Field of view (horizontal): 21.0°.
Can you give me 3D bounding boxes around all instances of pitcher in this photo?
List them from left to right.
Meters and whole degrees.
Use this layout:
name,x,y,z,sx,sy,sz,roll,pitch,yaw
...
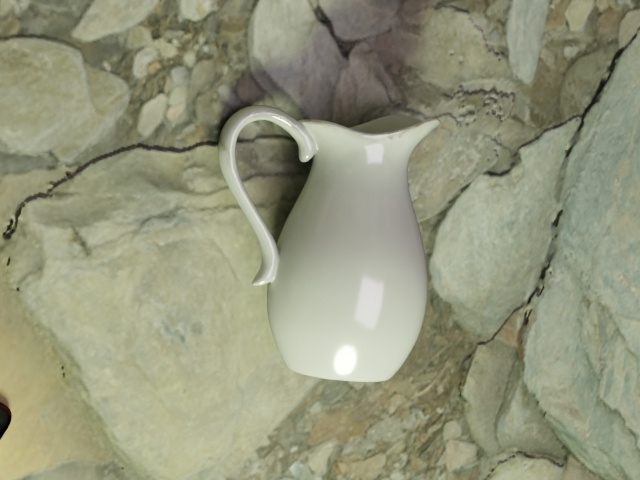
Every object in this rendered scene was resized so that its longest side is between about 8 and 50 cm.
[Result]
name,x,y,z,sx,sy,sz,roll,pitch,yaw
pitcher,0.000,0.000,1.347,0.177,0.125,0.207,4,94,-17

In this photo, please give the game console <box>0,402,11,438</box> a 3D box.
name,x,y,z,sx,sy,sz,roll,pitch,yaw
game console,-0.282,0.169,1.211,0.085,0.124,0.144,32,85,-13
